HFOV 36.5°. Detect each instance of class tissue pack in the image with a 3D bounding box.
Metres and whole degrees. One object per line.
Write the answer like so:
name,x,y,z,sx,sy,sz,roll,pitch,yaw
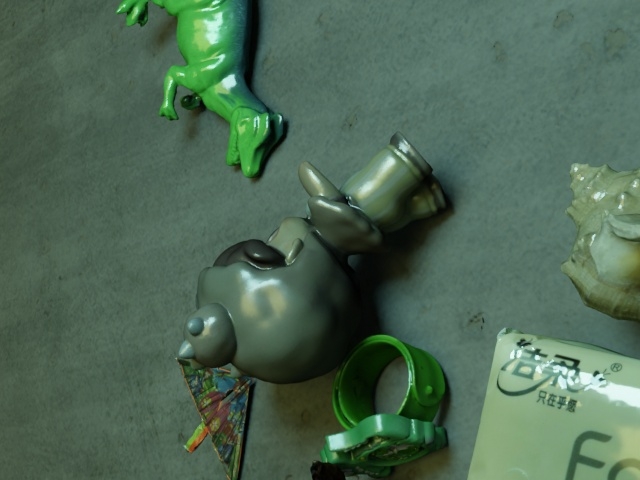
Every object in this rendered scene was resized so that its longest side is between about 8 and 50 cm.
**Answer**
tissue pack,0.338,0.286,0.905,0.405,0.205,0.332,11,84,40

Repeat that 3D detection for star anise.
star anise,0.050,0.350,1.191,0.157,0.212,0.053,35,61,21

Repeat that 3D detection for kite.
kite,-0.158,0.252,1.464,0.183,0.014,0.241,-53,53,24

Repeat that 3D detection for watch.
watch,0.068,0.202,1.212,0.165,0.131,0.152,-30,54,34

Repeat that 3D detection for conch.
conch,0.381,0.012,0.915,0.324,0.263,0.186,25,85,10

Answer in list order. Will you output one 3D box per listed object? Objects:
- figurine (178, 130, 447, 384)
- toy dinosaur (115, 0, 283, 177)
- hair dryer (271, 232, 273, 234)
figurine,-0.002,0.035,1.222,0.380,0.248,0.203,-45,74,2
toy dinosaur,-0.127,-0.393,1.476,0.374,0.144,0.500,38,112,33
hair dryer,0.004,0.004,1.357,0.154,0.054,0.106,-34,57,20
